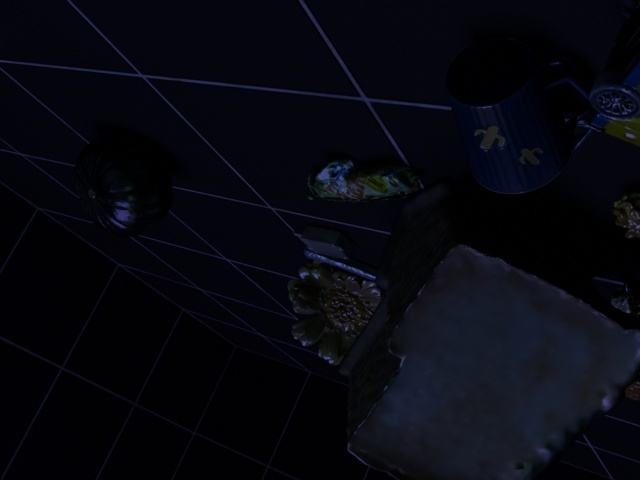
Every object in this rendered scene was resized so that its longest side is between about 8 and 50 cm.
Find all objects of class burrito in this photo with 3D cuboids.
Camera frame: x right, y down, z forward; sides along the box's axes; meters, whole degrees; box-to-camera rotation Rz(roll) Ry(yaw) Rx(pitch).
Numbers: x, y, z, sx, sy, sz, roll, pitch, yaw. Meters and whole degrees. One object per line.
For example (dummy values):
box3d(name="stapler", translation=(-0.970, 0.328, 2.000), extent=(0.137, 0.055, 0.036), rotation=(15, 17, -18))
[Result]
box3d(name="burrito", translation=(0.056, -0.110, 1.431), extent=(0.104, 0.054, 0.288), rotation=(35, 160, -29))

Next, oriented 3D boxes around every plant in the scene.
box3d(name="plant", translation=(0.093, 0.167, 2.078), extent=(0.261, 0.297, 0.306), rotation=(-25, 87, 40))

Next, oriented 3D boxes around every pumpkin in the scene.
box3d(name="pumpkin", translation=(-0.459, -0.133, 1.869), extent=(0.249, 0.216, 0.250), rotation=(16, 129, 22))

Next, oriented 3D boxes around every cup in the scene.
box3d(name="cup", translation=(0.241, -0.157, 0.948), extent=(0.176, 0.131, 0.155), rotation=(-16, 142, 20))

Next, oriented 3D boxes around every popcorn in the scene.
box3d(name="popcorn", translation=(0.446, -0.036, 1.104), extent=(0.083, 0.057, 0.082), rotation=(12, 158, 44))

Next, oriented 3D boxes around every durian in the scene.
box3d(name="durian", translation=(0.563, 0.134, 1.427), extent=(0.100, 0.086, 0.215), rotation=(34, 169, 22))

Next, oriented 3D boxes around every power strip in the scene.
box3d(name="power strip", translation=(0.000, 0.000, 1.862), extent=(0.175, 0.042, 0.075), rotation=(13, 159, 40))

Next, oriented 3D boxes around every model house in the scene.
box3d(name="model house", translation=(0.265, 0.162, 1.409), extent=(0.394, 0.446, 0.400), rotation=(24, -157, -13))

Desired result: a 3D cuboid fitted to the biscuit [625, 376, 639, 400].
box3d(name="biscuit", translation=(0.740, 0.358, 1.924), extent=(0.133, 0.027, 0.184), rotation=(37, 160, -30))

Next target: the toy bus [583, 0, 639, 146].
box3d(name="toy bus", translation=(0.354, -0.180, 0.664), extent=(0.175, 0.138, 0.288), rotation=(24, 163, 6))

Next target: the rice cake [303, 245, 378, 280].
box3d(name="rice cake", translation=(0.055, 0.054, 1.964), extent=(0.207, 0.033, 0.033), rotation=(20, 153, 14))
